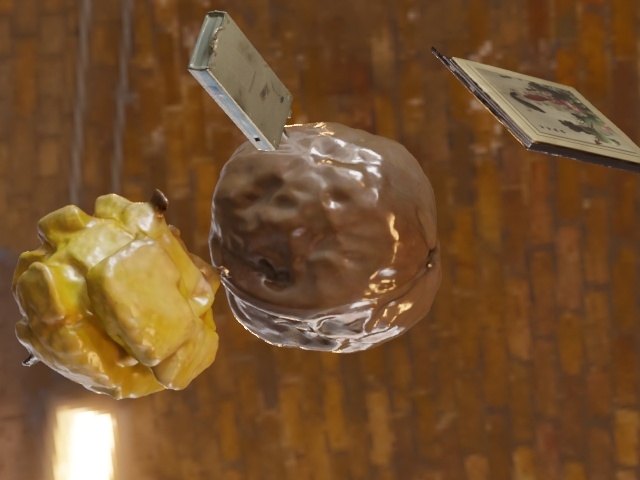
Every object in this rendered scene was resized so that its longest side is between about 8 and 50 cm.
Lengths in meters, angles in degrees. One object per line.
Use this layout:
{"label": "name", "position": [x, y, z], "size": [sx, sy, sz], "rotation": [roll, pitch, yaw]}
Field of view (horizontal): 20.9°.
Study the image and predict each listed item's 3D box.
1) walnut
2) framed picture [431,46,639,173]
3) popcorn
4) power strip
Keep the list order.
{"label": "walnut", "position": [0.001, 0.002, 1.894], "size": [0.273, 0.273, 0.227], "rotation": [-29, -140, 59]}
{"label": "framed picture", "position": [0.230, -0.125, 1.720], "size": [0.199, 0.195, 0.010], "rotation": [53, -55, 47]}
{"label": "popcorn", "position": [-0.136, 0.042, 1.175], "size": [0.148, 0.152, 0.167], "rotation": [40, 0, 1]}
{"label": "power strip", "position": [-0.052, -0.107, 1.223], "size": [0.019, 0.136, 0.051], "rotation": [3, -114, 27]}
